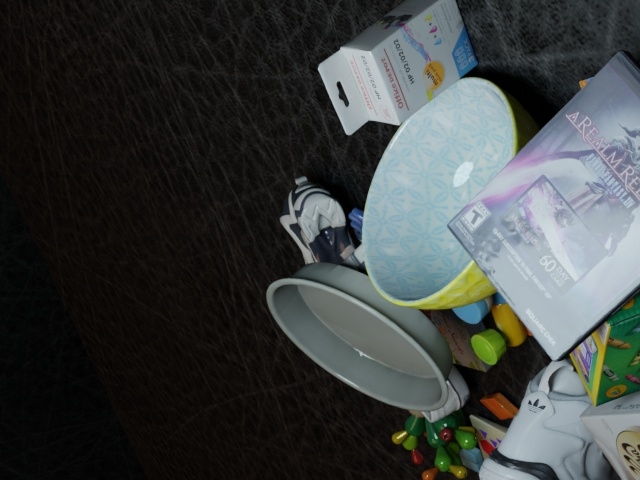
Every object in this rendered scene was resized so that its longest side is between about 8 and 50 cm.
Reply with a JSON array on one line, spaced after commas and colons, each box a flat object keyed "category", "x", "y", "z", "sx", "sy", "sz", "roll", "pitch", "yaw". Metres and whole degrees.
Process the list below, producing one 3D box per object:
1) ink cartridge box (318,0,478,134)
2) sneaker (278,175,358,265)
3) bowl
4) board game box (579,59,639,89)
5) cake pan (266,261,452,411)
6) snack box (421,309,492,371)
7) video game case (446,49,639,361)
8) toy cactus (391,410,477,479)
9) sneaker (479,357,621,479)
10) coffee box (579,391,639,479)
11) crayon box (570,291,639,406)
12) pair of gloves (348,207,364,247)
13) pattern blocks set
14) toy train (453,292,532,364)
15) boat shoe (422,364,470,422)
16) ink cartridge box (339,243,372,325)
[{"category": "ink cartridge box", "x": 0.095, "y": -0.210, "z": 1.610, "sx": 0.061, "sy": 0.181, "sz": 0.104, "roll": 17, "pitch": 139, "yaw": 52}, {"category": "sneaker", "x": 0.000, "y": 0.000, "z": 2.146, "sx": 0.153, "sy": 0.094, "sz": 0.235, "roll": -119, "pitch": 5, "yaw": -57}, {"category": "bowl", "x": 0.196, "y": -0.037, "z": 1.649, "sx": 0.156, "sy": 0.289, "sz": 0.289, "roll": 22, "pitch": 170, "yaw": -30}, {"category": "board game box", "x": 0.373, "y": -0.055, "z": 1.442, "sx": 0.145, "sy": 0.027, "sz": 0.281, "roll": -13, "pitch": 98, "yaw": 64}, {"category": "cake pan", "x": 0.060, "y": 0.130, "z": 1.876, "sx": 0.293, "sy": 0.054, "sz": 0.293, "roll": 28, "pitch": 155, "yaw": 14}, {"category": "snack box", "x": 0.206, "y": 0.128, "z": 2.055, "sx": 0.100, "sy": 0.037, "sz": 0.141, "roll": 8, "pitch": 131, "yaw": 56}, {"category": "video game case", "x": 0.282, "y": -0.033, "z": 1.410, "sx": 0.274, "sy": 0.026, "sz": 0.196, "roll": -47, "pitch": 67, "yaw": 26}, {"category": "toy cactus", "x": 0.175, "y": 0.311, "z": 2.248, "sx": 0.180, "sy": 0.112, "sz": 0.219, "roll": 65, "pitch": 164, "yaw": -2}, {"category": "sneaker", "x": 0.383, "y": 0.294, "z": 1.876, "sx": 0.366, "sy": 0.210, "sz": 0.137, "roll": 26, "pitch": 177, "yaw": -42}, {"category": "coffee box", "x": 0.490, "y": 0.303, "z": 1.712, "sx": 0.297, "sy": 0.119, "sz": 0.168, "roll": 56, "pitch": 154, "yaw": -9}, {"category": "crayon box", "x": 0.329, "y": 0.067, "z": 1.572, "sx": 0.278, "sy": 0.081, "sz": 0.165, "roll": 73, "pitch": 176, "yaw": -64}, {"category": "pair of gloves", "x": 0.093, "y": 0.034, "z": 2.085, "sx": 0.159, "sy": 0.023, "sz": 0.198, "roll": 55, "pitch": 168, "yaw": 16}, {"category": "pattern blocks set", "x": 0.326, "y": 0.356, "z": 2.171, "sx": 0.325, "sy": 0.026, "sz": 0.285, "roll": 30, "pitch": 147, "yaw": 42}, {"category": "toy train", "x": 0.263, "y": 0.119, "z": 1.817, "sx": 0.105, "sy": 0.143, "sz": 0.248, "roll": 21, "pitch": 142, "yaw": 48}, {"category": "boat shoe", "x": 0.126, "y": 0.178, "z": 2.182, "sx": 0.267, "sy": 0.088, "sz": 0.096, "roll": 53, "pitch": 155, "yaw": 13}, {"category": "ink cartridge box", "x": 0.126, "y": 0.012, "z": 1.870, "sx": 0.100, "sy": 0.172, "sz": 0.237, "roll": 50, "pitch": 156, "yaw": 3}]
